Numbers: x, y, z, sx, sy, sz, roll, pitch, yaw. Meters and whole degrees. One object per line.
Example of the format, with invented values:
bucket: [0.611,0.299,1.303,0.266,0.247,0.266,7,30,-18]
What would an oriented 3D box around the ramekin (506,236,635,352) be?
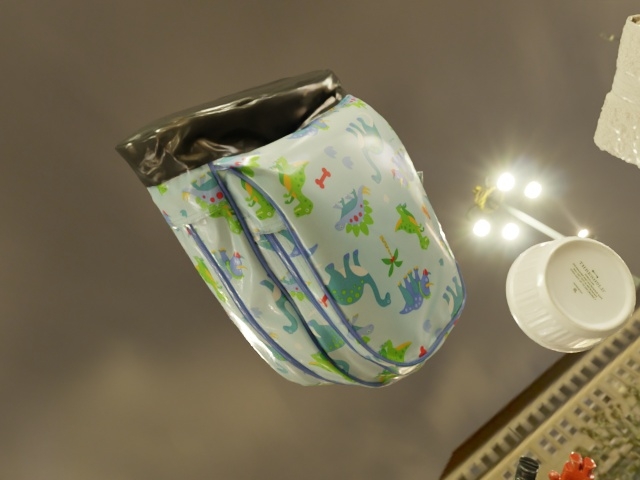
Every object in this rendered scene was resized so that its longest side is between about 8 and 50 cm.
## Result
ramekin: [0.579,0.114,1.238,0.273,0.272,0.127,-32,-13,-15]

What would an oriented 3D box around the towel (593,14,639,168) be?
towel: [0.460,-0.132,0.626,0.049,0.282,0.187,-30,-43,-22]

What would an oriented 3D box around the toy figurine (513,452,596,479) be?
toy figurine: [0.477,0.527,1.034,0.213,0.209,0.148,5,-75,-22]

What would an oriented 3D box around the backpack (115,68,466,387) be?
backpack: [0.000,0.000,0.613,0.290,0.274,0.355,-37,-62,-48]
